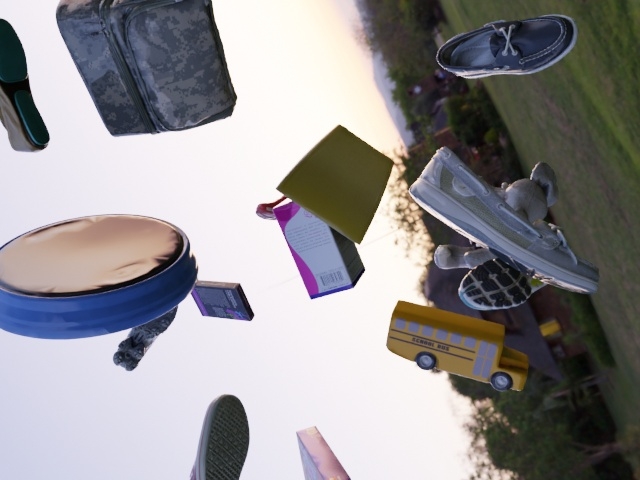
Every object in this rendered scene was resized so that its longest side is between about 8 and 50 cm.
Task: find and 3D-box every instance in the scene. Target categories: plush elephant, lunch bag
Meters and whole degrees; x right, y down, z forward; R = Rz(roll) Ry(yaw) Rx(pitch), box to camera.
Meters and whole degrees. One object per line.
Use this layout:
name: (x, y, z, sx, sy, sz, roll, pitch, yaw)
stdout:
plush elephant: (0.468, -0.061, 1.577, 0.272, 0.330, 0.255, -51, -32, -39)
lunch bag: (-0.303, -0.358, 1.163, 0.305, 0.256, 0.213, 80, -171, -46)

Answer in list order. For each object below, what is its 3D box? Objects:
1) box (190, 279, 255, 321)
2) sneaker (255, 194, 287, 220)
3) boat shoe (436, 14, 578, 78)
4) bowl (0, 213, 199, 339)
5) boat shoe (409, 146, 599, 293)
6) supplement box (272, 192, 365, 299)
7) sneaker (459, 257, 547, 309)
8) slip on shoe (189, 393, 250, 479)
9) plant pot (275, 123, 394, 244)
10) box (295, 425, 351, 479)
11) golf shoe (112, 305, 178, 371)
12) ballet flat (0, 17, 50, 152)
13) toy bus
box: (-0.258, 0.154, 1.608, 0.029, 0.162, 0.116, -57, -40, -42)
sneaker: (-0.107, -0.126, 1.852, 0.221, 0.087, 0.128, 5, -100, -50)
boat shoe: (0.379, -0.401, 1.300, 0.091, 0.302, 0.114, 0, -94, -38)
bowl: (-0.433, 0.049, 1.184, 0.391, 0.391, 0.077, -86, -4, -65)
boat shoe: (0.293, -0.027, 0.965, 0.320, 0.103, 0.118, 34, -178, 18)
supplement box: (0.000, 0.000, 1.363, 0.220, 0.111, 0.114, 68, -156, -12)
sneaker: (0.386, 0.099, 1.296, 0.275, 0.110, 0.107, -11, -119, -37)
slip on shoe: (-0.222, 0.474, 1.272, 0.123, 0.101, 0.331, 1, -83, -45)
plant pot: (0.045, -0.139, 1.362, 0.212, 0.187, 0.212, 33, -172, -6)
box: (0.017, 0.575, 1.413, 0.293, 0.057, 0.201, -162, 61, -74)
golf shoe: (-0.353, 0.179, 1.264, 0.069, 0.176, 0.086, 40, 178, -5)
ballet flat: (-0.543, -0.262, 1.076, 0.080, 0.073, 0.232, -35, -66, -64)
toy bus: (0.330, 0.250, 1.493, 0.108, 0.332, 0.130, -38, -41, -69)
